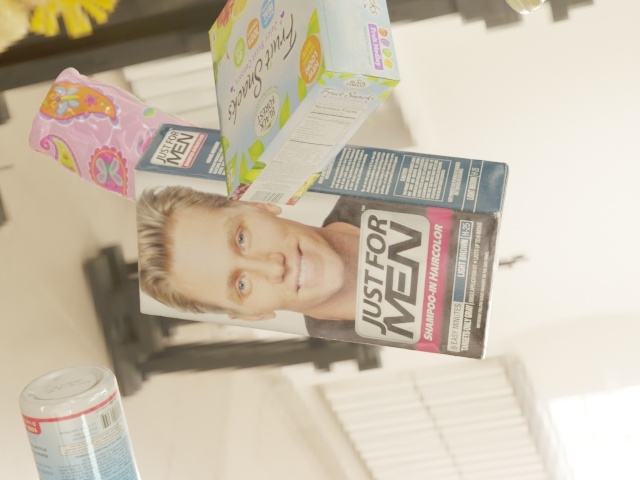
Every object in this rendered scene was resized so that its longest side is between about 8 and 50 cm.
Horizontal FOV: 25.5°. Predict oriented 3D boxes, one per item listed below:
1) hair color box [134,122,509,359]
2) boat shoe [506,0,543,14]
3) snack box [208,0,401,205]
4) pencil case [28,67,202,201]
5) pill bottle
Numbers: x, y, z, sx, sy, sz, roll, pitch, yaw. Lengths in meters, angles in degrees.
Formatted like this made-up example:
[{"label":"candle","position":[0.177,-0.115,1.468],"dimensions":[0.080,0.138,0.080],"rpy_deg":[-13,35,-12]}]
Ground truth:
[{"label":"hair color box","position":[0.000,0.000,1.379],"dimensions":[0.105,0.347,0.174],"rpy_deg":[-70,165,-56]},{"label":"boat shoe","position":[0.260,-0.400,1.825],"dimensions":[0.285,0.089,0.104],"rpy_deg":[55,30,-53]},{"label":"snack box","position":[-0.019,-0.151,1.146],"dimensions":[0.207,0.070,0.174],"rpy_deg":[132,-44,-55]},{"label":"pencil case","position":[-0.208,-0.104,1.720],"dimensions":[0.124,0.284,0.124],"rpy_deg":[23,90,-86]},{"label":"pill bottle","position":[-0.208,0.198,1.258],"dimensions":[0.087,0.087,0.160],"rpy_deg":[-59,141,-67]}]
